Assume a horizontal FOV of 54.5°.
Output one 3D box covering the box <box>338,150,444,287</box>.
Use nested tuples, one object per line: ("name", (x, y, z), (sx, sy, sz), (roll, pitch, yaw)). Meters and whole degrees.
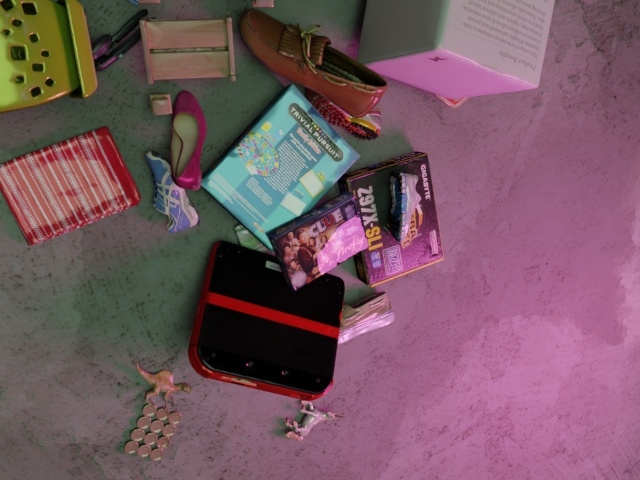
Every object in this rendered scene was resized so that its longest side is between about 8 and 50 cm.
("box", (0.203, -0.061, 1.749), (0.257, 0.079, 0.322), (-18, 110, -17))

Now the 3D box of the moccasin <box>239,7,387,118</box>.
("moccasin", (-0.015, -0.437, 1.482), (0.380, 0.147, 0.139), (33, 51, -8))

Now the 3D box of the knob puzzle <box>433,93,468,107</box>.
("knob puzzle", (0.382, -0.472, 1.748), (0.213, 0.030, 0.213), (-6, 105, -22))

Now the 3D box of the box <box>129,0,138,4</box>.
("box", (-0.414, -0.625, 1.359), (0.109, 0.042, 0.178), (21, 93, -26))

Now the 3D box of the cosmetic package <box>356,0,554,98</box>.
("cosmetic package", (0.331, -0.584, 1.495), (0.329, 0.327, 0.394), (10, 92, -31))

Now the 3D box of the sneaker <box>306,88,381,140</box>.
("sneaker", (0.062, -0.347, 1.623), (0.225, 0.088, 0.093), (25, 70, -25))

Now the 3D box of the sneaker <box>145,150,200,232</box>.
("sneaker", (-0.367, -0.114, 1.486), (0.081, 0.080, 0.211), (-31, 112, -16))

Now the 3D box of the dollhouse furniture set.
("dollhouse furniture set", (-0.247, -0.484, 1.419), (0.303, 0.174, 0.356), (-3, 120, -9))

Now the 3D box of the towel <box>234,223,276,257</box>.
("towel", (-0.153, 0.007, 1.645), (0.113, 0.023, 0.152), (-26, 114, -13))

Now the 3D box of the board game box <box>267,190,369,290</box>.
("board game box", (0.000, 0.000, 1.588), (0.243, 0.042, 0.165), (-30, 122, -19))

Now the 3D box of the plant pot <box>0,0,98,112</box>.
("plant pot", (-0.579, -0.381, 1.253), (0.207, 0.228, 0.227), (-13, 107, -26))

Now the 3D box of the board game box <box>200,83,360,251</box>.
("board game box", (-0.104, -0.181, 1.568), (0.254, 0.079, 0.336), (44, 83, -19))

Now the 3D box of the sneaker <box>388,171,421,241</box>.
("sneaker", (0.235, -0.090, 1.677), (0.082, 0.071, 0.191), (-4, 105, -28))

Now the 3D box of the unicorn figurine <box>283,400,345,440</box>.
("unicorn figurine", (-0.028, 0.520, 1.811), (0.162, 0.060, 0.111), (-43, 117, 10))

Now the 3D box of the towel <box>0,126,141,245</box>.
("towel", (-0.575, -0.124, 1.422), (0.274, 0.031, 0.199), (-25, 111, -16))

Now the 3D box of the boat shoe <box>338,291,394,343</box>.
("boat shoe", (0.072, 0.226, 1.762), (0.302, 0.109, 0.094), (-17, 94, -28))

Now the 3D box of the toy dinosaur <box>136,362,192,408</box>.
("toy dinosaur", (-0.424, 0.378, 1.611), (0.183, 0.053, 0.093), (34, 73, -34))

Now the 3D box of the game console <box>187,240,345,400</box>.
("game console", (-0.124, 0.208, 1.584), (0.386, 0.060, 0.342), (19, 62, -22))

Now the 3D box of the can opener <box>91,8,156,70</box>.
("can opener", (-0.441, -0.446, 1.385), (0.186, 0.073, 0.059), (-43, 108, -18))

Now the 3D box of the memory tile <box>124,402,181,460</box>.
("memory tile", (-0.443, 0.509, 1.647), (0.113, 0.012, 0.148), (26, 91, -27))

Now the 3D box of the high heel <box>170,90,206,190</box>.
("high heel", (-0.316, -0.238, 1.427), (0.082, 0.117, 0.244), (-1, 84, 5))
